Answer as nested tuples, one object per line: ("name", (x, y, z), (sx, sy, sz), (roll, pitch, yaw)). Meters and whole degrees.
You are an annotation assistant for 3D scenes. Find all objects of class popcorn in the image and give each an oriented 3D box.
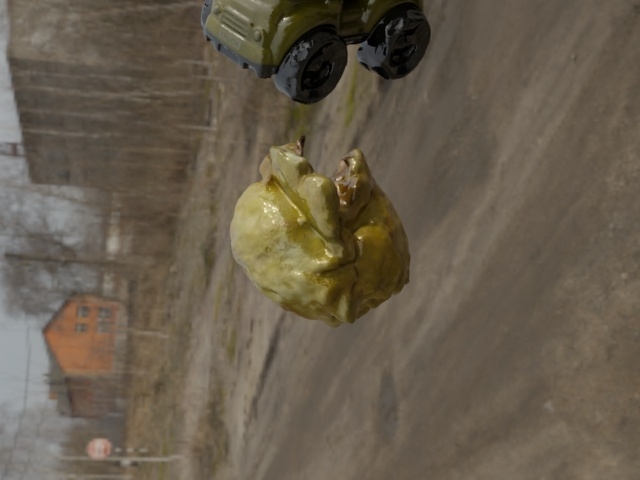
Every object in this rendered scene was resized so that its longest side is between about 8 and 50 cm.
("popcorn", (-0.002, -0.001, 1.068), (0.254, 0.190, 0.191), (64, -165, -13))

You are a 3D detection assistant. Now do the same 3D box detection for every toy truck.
("toy truck", (0.005, -0.238, 0.818), (0.147, 0.224, 0.165), (39, 135, 29))
